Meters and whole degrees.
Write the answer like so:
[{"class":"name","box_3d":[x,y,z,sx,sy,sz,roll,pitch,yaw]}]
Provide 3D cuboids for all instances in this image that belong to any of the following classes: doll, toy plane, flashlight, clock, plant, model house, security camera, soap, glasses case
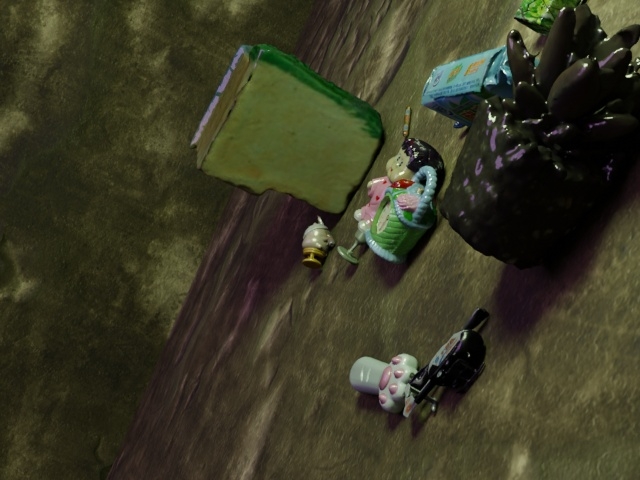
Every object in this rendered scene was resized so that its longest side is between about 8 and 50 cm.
[{"class":"doll","box_3d":[0.000,0.000,1.888,0.084,0.073,0.127,-4,61,33]},{"class":"toy plane","box_3d":[0.174,0.185,1.134,0.197,0.053,0.078,-56,11,25]},{"class":"flashlight","box_3d":[0.097,0.223,1.305,0.093,0.047,0.200,-69,18,-10]},{"class":"clock","box_3d":[0.156,-0.079,1.469,0.196,0.100,0.194,-61,21,21]},{"class":"plant","box_3d":[0.296,-0.129,1.010,0.321,0.194,0.182,-62,29,25]},{"class":"model house","box_3d":[-0.077,-0.283,1.957,0.335,0.382,0.343,-59,20,17]},{"class":"security camera","box_3d":[0.083,0.001,1.672,0.092,0.058,0.058,-49,20,12]},{"class":"soap","box_3d":[0.270,-0.221,1.219,0.077,0.156,0.293,-68,16,-3]},{"class":"glasses case","box_3d":[0.416,-0.459,1.273,0.272,0.062,0.095,-62,23,12]}]

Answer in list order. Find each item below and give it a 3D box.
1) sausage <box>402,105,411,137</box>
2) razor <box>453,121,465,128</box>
[{"class":"sausage","box_3d":[0.189,-0.261,1.754,0.015,0.015,0.100,-47,25,46]},{"class":"razor","box_3d":[0.286,-0.238,1.408,0.154,0.028,0.044,-46,6,49]}]
